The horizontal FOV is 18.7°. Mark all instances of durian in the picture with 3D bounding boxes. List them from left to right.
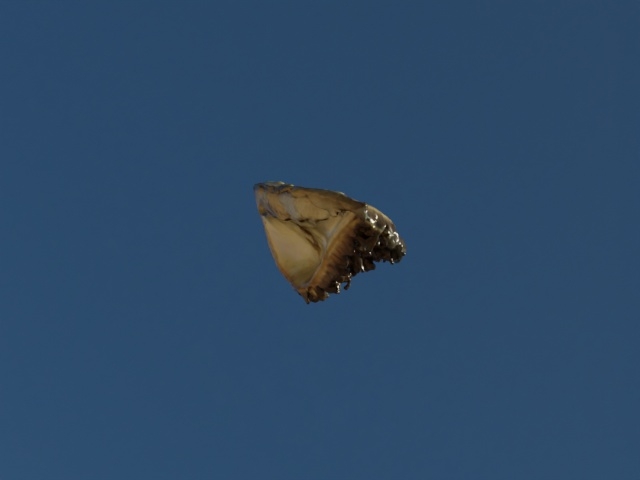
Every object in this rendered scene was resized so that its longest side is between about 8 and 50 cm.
[{"bbox_3d":[0.007,-0.007,0.965,0.066,0.052,0.130,64,-20,-11],"label":"durian"}]
